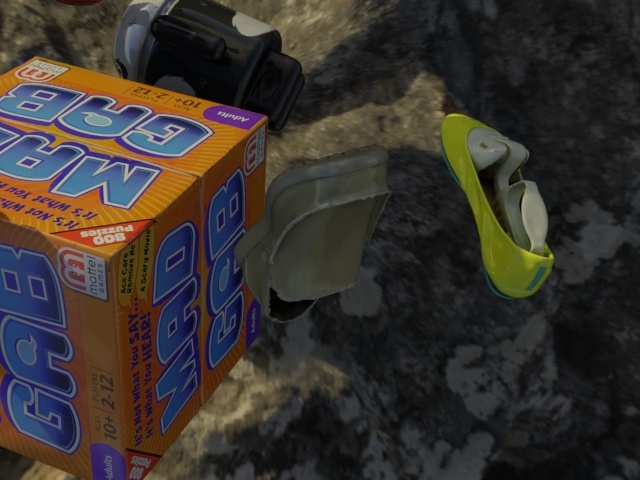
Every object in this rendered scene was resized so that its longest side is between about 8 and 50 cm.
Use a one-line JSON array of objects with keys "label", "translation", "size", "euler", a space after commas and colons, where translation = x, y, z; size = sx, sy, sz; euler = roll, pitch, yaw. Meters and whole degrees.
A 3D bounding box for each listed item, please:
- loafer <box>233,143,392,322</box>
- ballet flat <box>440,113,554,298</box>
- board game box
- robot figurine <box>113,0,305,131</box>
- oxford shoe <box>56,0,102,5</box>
[{"label": "loafer", "translation": [0.000, 0.000, 0.904], "size": [0.102, 0.268, 0.092], "euler": [-17, 76, -21]}, {"label": "ballet flat", "translation": [0.183, -0.052, 1.052], "size": [0.077, 0.077, 0.231], "euler": [5, 55, -26]}, {"label": "board game box", "translation": [-0.305, 0.027, 1.333], "size": [0.357, 0.356, 0.356], "euler": [16, 126, 17]}, {"label": "robot figurine", "translation": [-0.166, -0.257, 1.533], "size": [0.278, 0.173, 0.209], "euler": [25, 135, 6]}, {"label": "oxford shoe", "translation": [-0.338, -0.404, 1.428], "size": [0.097, 0.271, 0.098], "euler": [1, 76, -7]}]
